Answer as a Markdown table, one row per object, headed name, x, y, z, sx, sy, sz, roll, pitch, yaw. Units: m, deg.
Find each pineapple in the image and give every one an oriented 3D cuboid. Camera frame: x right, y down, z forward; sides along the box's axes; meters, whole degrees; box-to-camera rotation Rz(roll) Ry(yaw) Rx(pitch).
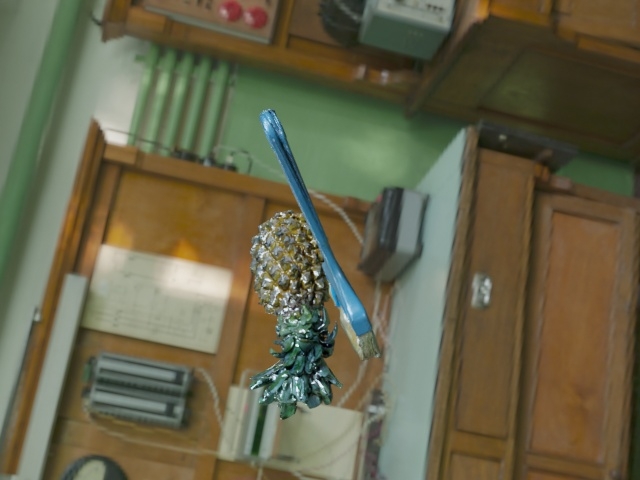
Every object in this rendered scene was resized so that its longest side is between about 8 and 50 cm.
| name | x | y | z | sx | sy | sz | roll | pitch | yaw |
| --- | --- | --- | --- | --- | --- | --- | --- | --- | --- |
| pineapple | -0.029 | 0.065 | 0.949 | 0.103 | 0.083 | 0.221 | -23 | 57 | 30 |

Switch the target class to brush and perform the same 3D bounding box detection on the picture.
| name | x | y | z | sx | sy | sz | roll | pitch | yaw |
| --- | --- | --- | --- | --- | --- | --- | --- | --- | --- |
| brush | 0.000 | 0.000 | 0.481 | 0.051 | 0.014 | 0.164 | 59 | 173 | 50 |
